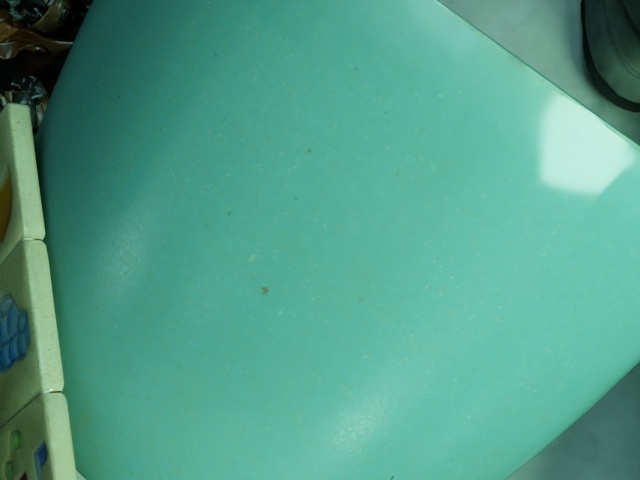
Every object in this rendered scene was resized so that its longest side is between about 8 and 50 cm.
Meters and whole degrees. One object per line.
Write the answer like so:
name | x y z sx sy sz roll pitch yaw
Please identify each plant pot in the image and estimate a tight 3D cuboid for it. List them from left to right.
plant pot | 0.000 0.000 0.467 0.293 0.293 0.235 40 106 15

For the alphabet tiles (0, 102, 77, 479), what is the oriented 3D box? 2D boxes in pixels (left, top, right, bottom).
alphabet tiles | -0.167 0.106 0.457 0.011 0.285 0.342 2 66 -35

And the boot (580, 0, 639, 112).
boot | 0.206 -0.122 0.526 0.118 0.222 0.338 16 64 -3

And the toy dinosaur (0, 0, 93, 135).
toy dinosaur | -0.146 -0.184 0.608 0.218 0.164 0.321 -9 85 26
